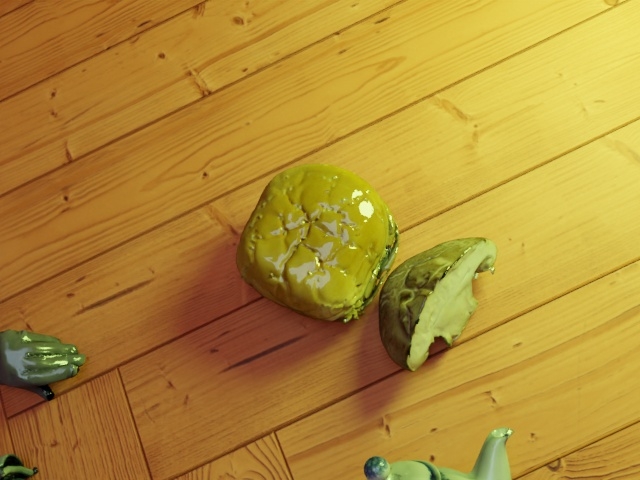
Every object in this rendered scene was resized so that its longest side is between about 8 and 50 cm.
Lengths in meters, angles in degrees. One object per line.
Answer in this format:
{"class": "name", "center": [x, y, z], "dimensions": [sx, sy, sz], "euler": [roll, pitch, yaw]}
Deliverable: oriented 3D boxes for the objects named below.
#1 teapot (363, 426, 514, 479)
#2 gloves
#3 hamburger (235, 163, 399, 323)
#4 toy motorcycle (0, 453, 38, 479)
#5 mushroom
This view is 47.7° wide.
{"class": "teapot", "center": [0.145, 0.447, 1.117], "dimensions": [0.424, 0.252, 0.280], "euler": [-33, 102, -7]}
{"class": "gloves", "center": [-0.614, 0.243, 1.458], "dimensions": [0.285, 0.119, 0.142], "euler": [4, 102, 10]}
{"class": "hamburger", "center": [0.000, 0.000, 1.385], "dimensions": [0.318, 0.158, 0.319], "euler": [-3, 71, 9]}
{"class": "toy motorcycle", "center": [-0.555, 0.497, 1.344], "dimensions": [0.270, 0.106, 0.159], "euler": [15, 80, 21]}
{"class": "mushroom", "center": [0.194, 0.094, 1.335], "dimensions": [0.151, 0.156, 0.286], "euler": [25, 72, 45]}
